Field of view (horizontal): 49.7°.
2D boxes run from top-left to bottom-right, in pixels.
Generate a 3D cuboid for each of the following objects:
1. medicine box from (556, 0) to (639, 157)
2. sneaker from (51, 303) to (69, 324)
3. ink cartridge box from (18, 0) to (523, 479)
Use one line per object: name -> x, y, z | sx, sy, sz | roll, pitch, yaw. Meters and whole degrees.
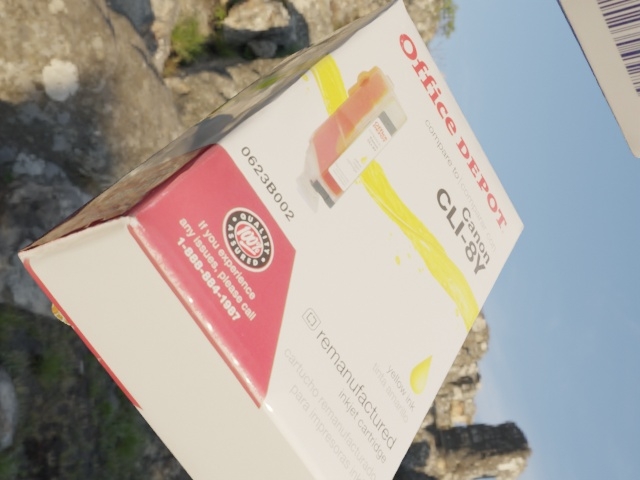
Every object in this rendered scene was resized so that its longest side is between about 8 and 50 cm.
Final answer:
medicine box -> 0.343, -0.271, 0.627 | 0.263, 0.149, 0.289 | 48, 56, -30
sneaker -> -0.210, 0.073, 0.652 | 0.032, 0.083, 0.037 | -50, 180, 31
ink cartridge box -> 0.000, 0.000, 0.603 | 0.279, 0.160, 0.384 | 57, 46, -18
